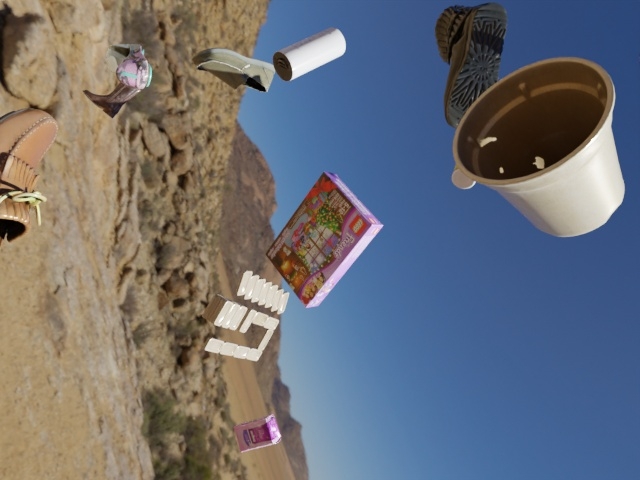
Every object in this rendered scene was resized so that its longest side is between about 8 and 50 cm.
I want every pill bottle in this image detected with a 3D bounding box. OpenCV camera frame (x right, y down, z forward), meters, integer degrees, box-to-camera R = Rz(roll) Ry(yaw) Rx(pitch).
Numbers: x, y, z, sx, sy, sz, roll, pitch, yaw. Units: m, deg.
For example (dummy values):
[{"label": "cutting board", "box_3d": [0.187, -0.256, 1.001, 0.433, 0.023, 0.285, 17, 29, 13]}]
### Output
[{"label": "pill bottle", "box_3d": [0.400, -0.199, 1.427, 0.116, 0.065, 0.065, -61, 150, -45]}]

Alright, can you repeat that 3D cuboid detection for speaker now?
[{"label": "speaker", "box_3d": [-0.020, -0.337, 0.941, 0.055, 0.136, 0.055, 36, -33, 29]}]

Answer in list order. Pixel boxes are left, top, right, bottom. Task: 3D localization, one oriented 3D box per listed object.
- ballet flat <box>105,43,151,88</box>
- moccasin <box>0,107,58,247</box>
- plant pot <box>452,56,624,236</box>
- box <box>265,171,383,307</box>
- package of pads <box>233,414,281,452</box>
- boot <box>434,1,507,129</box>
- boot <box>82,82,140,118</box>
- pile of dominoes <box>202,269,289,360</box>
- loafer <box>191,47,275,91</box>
[{"label": "ballet flat", "box_3d": [-0.396, -0.363, 1.064, 0.221, 0.079, 0.077, 53, -53, 54]}, {"label": "moccasin", "box_3d": [-0.504, -0.042, 0.804, 0.139, 0.147, 0.380, 120, -12, -58]}, {"label": "plant pot", "box_3d": [0.521, -0.177, 1.174, 0.305, 0.334, 0.334, 39, 10, -36]}, {"label": "box", "box_3d": [0.000, 0.000, 1.331, 0.201, 0.057, 0.293, 50, -62, 26]}, {"label": "package of pads", "box_3d": [-0.119, 0.361, 0.972, 0.032, 0.083, 0.050, -5, 73, -65]}, {"label": "boot", "box_3d": [0.405, -0.505, 1.506, 0.260, 0.131, 0.348, -124, -134, -67]}, {"label": "boot", "box_3d": [-0.537, -0.387, 1.342, 0.106, 0.114, 0.037, 40, -7, -5]}, {"label": "pile of dominoes", "box_3d": [-0.174, 0.175, 1.219, 0.040, 0.196, 0.251, 26, -6, 28]}, {"label": "loafer", "box_3d": [-0.245, -0.484, 1.497, 0.094, 0.251, 0.087, -5, -96, 60]}]
